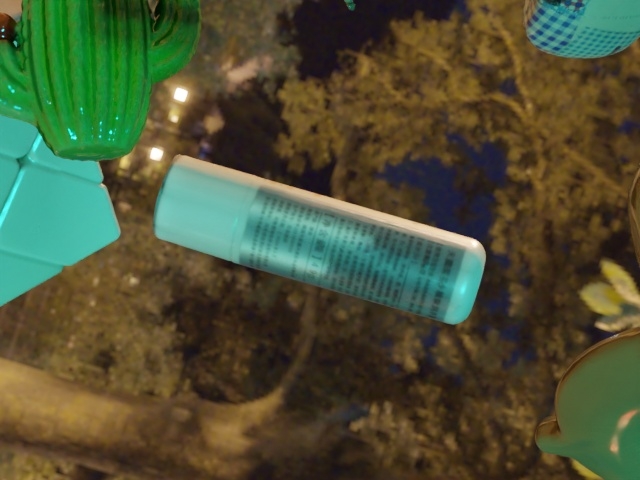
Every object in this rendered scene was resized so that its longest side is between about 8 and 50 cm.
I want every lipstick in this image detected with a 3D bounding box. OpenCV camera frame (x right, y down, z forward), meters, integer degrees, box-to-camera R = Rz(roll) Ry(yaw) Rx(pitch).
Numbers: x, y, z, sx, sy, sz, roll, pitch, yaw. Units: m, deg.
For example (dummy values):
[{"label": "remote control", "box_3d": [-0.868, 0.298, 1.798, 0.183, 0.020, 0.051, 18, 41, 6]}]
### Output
[{"label": "lipstick", "box_3d": [0.000, 0.000, 0.528, 0.040, 0.141, 0.040, 17, 90, -85]}]

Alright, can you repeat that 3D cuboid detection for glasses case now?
[{"label": "glasses case", "box_3d": [0.277, -0.289, 1.127, 0.327, 0.125, 0.076, 101, -10, -56]}]

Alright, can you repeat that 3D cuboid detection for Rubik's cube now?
[{"label": "Rubik's cube", "box_3d": [-0.465, -0.108, 1.375, 0.316, 0.319, 0.322, 30, -37, 44]}]

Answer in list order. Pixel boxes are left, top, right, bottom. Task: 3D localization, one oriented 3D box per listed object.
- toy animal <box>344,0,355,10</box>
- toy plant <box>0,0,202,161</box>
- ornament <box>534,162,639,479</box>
[{"label": "toy animal", "box_3d": [0.072, -0.400, 1.465, 0.217, 0.176, 0.073, -34, -145, -2]}, {"label": "toy plant", "box_3d": [-0.170, -0.177, 0.950, 0.088, 0.155, 0.240, 127, -16, -70]}, {"label": "ornament", "box_3d": [0.200, 0.048, 0.561, 0.061, 0.245, 0.230, -54, 135, -41]}]
